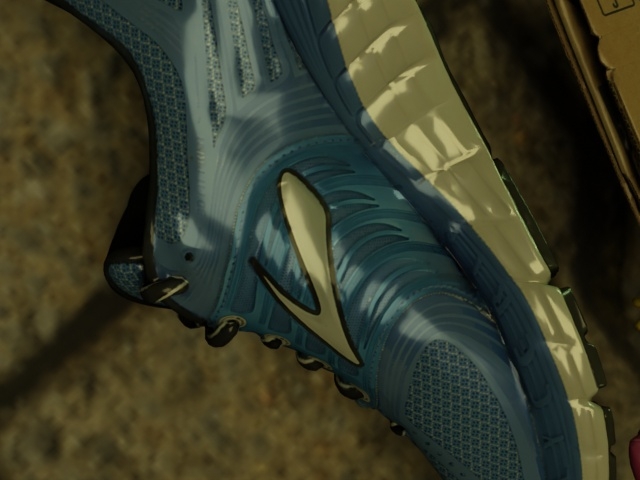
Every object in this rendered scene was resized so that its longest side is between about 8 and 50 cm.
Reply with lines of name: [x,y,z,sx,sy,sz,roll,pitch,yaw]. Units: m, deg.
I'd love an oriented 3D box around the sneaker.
sneaker: [0.000,0.000,0.494,0.147,0.130,0.330,-29,102,3]

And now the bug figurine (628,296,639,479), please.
bug figurine: [0.225,0.078,0.521,0.216,0.072,0.279,24,60,-5]

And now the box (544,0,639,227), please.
box: [0.198,-0.056,0.508,0.201,0.021,0.164,-22,89,-26]
